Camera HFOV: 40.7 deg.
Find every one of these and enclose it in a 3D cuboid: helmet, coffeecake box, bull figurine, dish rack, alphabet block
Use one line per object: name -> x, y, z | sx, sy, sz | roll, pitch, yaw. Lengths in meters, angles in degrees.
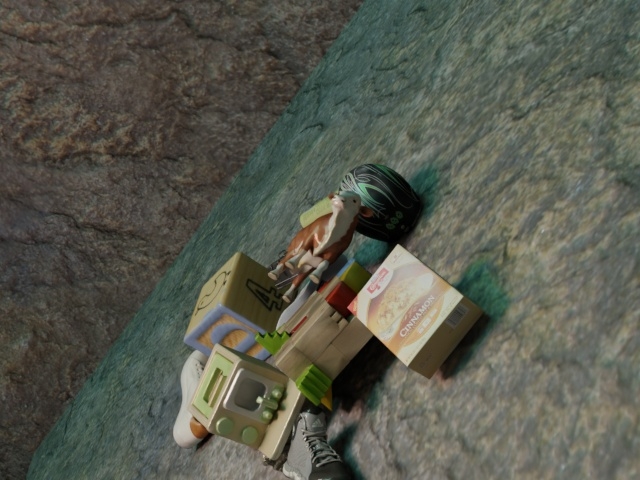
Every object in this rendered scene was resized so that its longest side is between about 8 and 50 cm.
helmet -> 0.118, -0.085, 1.851 | 0.169, 0.162, 0.169 | -49, 19, 23
coffeecake box -> 0.152, 0.114, 1.418 | 0.142, 0.068, 0.185 | -52, 40, 4
bull figurine -> -0.006, 0.011, 1.799 | 0.188, 0.101, 0.310 | -51, 1, -26
dish rack -> 0.000, 0.000, 2.105 | 0.271, 0.074, 0.208 | -40, 6, -27
alphabet block -> -0.198, 0.185, 2.168 | 0.192, 0.193, 0.197 | -42, 23, 35

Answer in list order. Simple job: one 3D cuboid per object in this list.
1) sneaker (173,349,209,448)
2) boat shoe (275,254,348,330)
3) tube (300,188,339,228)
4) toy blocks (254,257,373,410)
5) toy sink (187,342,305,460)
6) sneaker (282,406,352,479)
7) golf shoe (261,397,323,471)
sneaker -> -0.295, 0.393, 2.236 | 0.123, 0.106, 0.290 | -36, 35, 33
boat shoe -> -0.012, 0.147, 1.941 | 0.258, 0.095, 0.084 | -54, -14, -15
tube -> 0.042, -0.096, 2.257 | 0.240, 0.062, 0.070 | -35, 69, 40
toy blocks -> 0.030, 0.151, 1.667 | 0.261, 0.191, 0.381 | -48, 6, -2
toy sink -> -0.151, 0.308, 1.682 | 0.234, 0.131, 0.152 | 15, 80, 64
sneaker -> -0.008, 0.355, 1.482 | 0.229, 0.086, 0.132 | 169, 107, -67
golf shoe -> -0.060, 0.365, 1.703 | 0.176, 0.069, 0.086 | -52, 12, 10
